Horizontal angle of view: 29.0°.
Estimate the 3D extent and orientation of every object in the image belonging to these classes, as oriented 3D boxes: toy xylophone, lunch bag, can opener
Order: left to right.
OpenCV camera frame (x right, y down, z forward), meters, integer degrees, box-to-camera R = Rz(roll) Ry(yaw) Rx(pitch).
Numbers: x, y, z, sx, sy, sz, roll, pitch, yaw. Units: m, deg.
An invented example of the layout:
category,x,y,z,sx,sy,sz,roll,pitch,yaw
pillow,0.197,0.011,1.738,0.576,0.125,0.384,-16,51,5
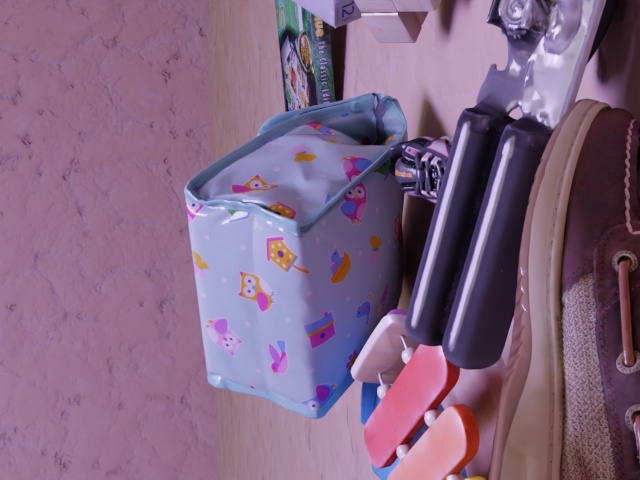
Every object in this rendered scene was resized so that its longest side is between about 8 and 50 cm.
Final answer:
category,x,y,z,sx,sy,sz,roll,pitch,yaw
lunch bag,0.000,0.000,1.188,0.262,0.160,0.223,-44,-41,-46
toy xylophone,0.117,0.188,0.888,0.236,0.081,0.323,107,149,-51
can opener,0.138,-0.055,0.815,0.076,0.095,0.283,29,111,45

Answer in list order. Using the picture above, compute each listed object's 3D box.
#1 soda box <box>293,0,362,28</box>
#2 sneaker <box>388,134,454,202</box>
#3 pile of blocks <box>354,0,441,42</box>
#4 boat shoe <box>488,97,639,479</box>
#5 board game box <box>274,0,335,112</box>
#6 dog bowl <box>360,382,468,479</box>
category,x,y,z,sx,sy,sz,roll,pitch,yaw
soda box,0.019,-0.370,1.258,0.098,0.091,0.286,40,145,39
sneaker,0.104,-0.052,1.050,0.178,0.077,0.072,-151,61,-76
pile of blocks,0.096,-0.361,1.107,0.112,0.149,0.362,7,111,35
boat shoe,0.169,0.062,0.679,0.123,0.123,0.342,78,-157,-47
board game box,-0.022,-0.254,1.615,0.136,0.030,0.260,-139,41,-64
dog bowl,0.089,0.234,1.119,0.166,0.074,0.297,-166,76,-78
